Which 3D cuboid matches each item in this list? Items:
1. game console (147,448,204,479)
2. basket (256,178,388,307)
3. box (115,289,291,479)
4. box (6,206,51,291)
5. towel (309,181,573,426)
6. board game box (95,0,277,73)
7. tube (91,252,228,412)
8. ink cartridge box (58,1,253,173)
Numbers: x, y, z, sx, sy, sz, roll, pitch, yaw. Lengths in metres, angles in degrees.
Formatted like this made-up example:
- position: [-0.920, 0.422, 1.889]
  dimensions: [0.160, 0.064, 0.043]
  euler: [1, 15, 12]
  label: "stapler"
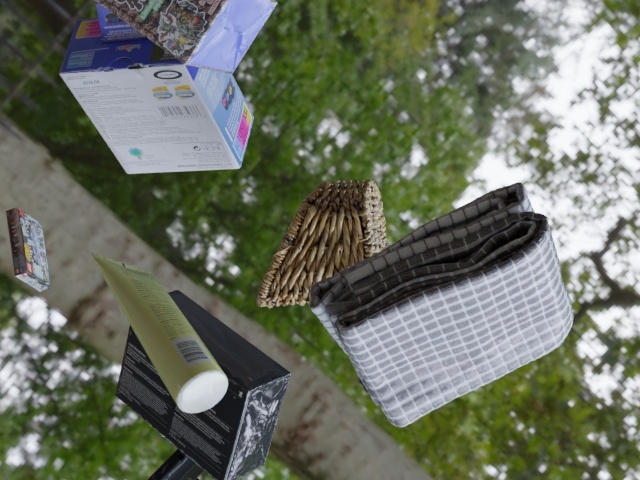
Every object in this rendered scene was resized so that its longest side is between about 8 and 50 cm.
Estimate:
- position: [-0.261, 0.433, 2.009]
  dimensions: [0.361, 0.044, 0.213]
  euler: [-46, 156, 28]
  label: "game console"
- position: [0.000, 0.000, 2.029]
  dimensions: [0.223, 0.213, 0.299]
  euler: [-5, -177, 10]
  label: "basket"
- position: [-0.188, 0.223, 1.728]
  dimensions: [0.103, 0.261, 0.184]
  euler: [-19, 133, -46]
  label: "box"
- position: [-0.542, 0.017, 2.066]
  dimensions: [0.027, 0.094, 0.137]
  euler: [-19, -114, 9]
  label: "box"
- position: [0.153, 0.085, 1.320]
  dimensions: [0.283, 0.235, 0.121]
  euler: [-27, -128, 3]
  label: "towel"
- position: [-0.244, -0.397, 1.693]
  dimensions: [0.141, 0.291, 0.232]
  euler: [-56, 173, 11]
  label: "board game box"
- position: [-0.183, 0.096, 1.266]
  dimensions: [0.062, 0.070, 0.240]
  euler: [-25, -133, -17]
  label: "tube"
- position: [-0.324, -0.304, 2.183]
  dimensions: [0.270, 0.395, 0.151]
  euler: [-2, -121, 17]
  label: "ink cartridge box"
